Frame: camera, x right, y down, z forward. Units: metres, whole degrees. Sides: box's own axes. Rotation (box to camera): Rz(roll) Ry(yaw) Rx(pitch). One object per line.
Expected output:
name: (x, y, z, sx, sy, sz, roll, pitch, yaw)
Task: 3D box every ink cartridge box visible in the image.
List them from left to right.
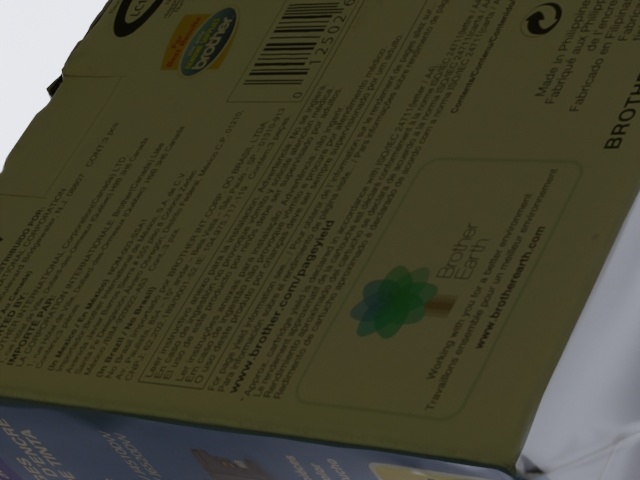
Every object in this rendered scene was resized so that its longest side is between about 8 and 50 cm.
ink cartridge box: (0.000, 0.000, 0.832, 0.395, 0.151, 0.270, 4, -127, 39)
